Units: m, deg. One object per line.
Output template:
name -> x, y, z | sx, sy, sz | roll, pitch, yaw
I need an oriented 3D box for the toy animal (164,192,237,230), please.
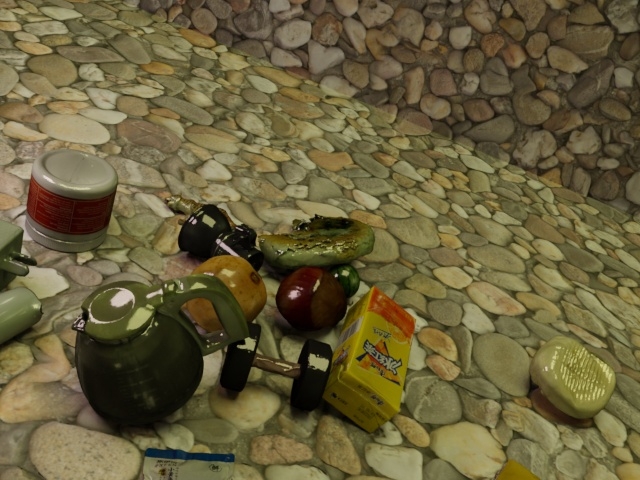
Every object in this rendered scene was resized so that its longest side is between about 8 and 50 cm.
toy animal -> -0.325, -0.074, 2.095 | 0.241, 0.056, 0.099 | 15, 31, -9

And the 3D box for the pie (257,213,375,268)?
pie -> 0.000, 0.000, 2.086 | 0.297, 0.078, 0.371 | 9, 21, 25

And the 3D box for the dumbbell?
dumbbell -> -0.097, 0.269, 1.605 | 0.218, 0.152, 0.152 | 17, 31, -7

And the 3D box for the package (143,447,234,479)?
package -> -0.242, 0.443, 1.348 | 0.171, 0.027, 0.173 | 5, 29, -9

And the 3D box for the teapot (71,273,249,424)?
teapot -> -0.319, 0.196, 1.415 | 0.322, 0.239, 0.239 | 1, 45, 7

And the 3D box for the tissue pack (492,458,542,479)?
tissue pack -> 0.377, 0.574, 1.435 | 0.192, 0.134, 0.271 | 34, 33, 19

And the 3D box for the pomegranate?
pomegranate -> -0.229, 0.128, 1.730 | 0.196, 0.196, 0.196 | 16, 31, -10

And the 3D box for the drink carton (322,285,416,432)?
drink carton -> 0.122, 0.271, 1.746 | 0.155, 0.111, 0.351 | 38, 29, -8

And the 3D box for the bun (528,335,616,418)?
bun -> 0.651, 0.359, 1.949 | 0.230, 0.145, 0.229 | 9, 64, -20

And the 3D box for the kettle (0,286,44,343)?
kettle -> -0.656, 0.161, 1.504 | 0.098, 0.127, 0.148 | 58, 32, -2

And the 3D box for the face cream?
face cream -> -0.614, -0.102, 1.831 | 0.201, 0.187, 0.201 | 16, 31, -10

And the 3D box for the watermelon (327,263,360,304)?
watermelon -> 0.059, 0.115, 2.002 | 0.109, 0.109, 0.109 | 16, 31, -10

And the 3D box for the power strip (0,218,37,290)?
power strip -> -0.724, 0.036, 1.596 | 0.224, 0.140, 0.139 | 23, 30, 0

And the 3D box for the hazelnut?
hazelnut -> -0.019, 0.153, 1.858 | 0.170, 0.161, 0.202 | 59, 8, 29

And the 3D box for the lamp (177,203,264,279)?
lamp -> -0.232, 0.019, 1.899 | 0.227, 0.172, 0.147 | 34, 31, 23
